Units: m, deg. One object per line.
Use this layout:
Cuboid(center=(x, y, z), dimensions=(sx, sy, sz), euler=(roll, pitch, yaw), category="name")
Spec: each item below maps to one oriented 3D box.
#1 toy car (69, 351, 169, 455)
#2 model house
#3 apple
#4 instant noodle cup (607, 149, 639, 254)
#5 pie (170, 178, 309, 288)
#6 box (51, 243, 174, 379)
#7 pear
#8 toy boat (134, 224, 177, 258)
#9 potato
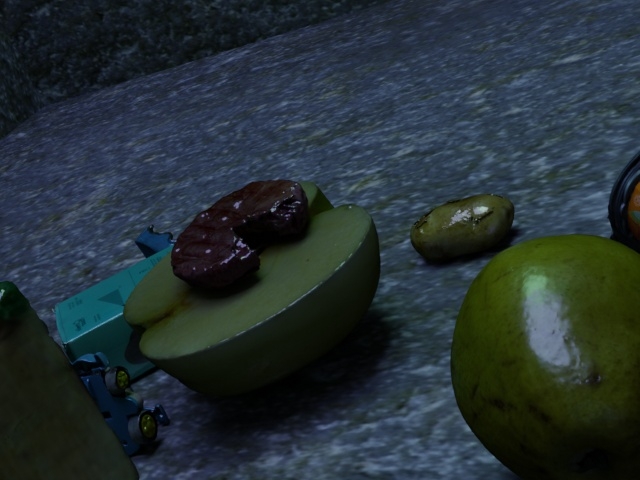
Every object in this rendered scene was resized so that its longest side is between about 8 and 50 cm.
Cuboid(center=(-0.300, 0.225, 1.696), dimensions=(0.126, 0.162, 0.098), euler=(-16, 13, 25), category="toy car")
Cuboid(center=(-0.511, 0.297, 1.535), dimensions=(0.382, 0.335, 0.342), euler=(-15, 19, 49), category="model house")
Cuboid(center=(-0.103, 0.062, 1.689), dimensions=(0.360, 0.312, 0.320), euler=(-36, -18, -11), category="apple")
Cuboid(center=(0.467, -0.030, 1.476), dimensions=(0.177, 0.208, 0.125), euler=(11, 29, -24), category="instant noodle cup")
Cuboid(center=(-0.115, -0.011, 1.678), dimensions=(0.218, 0.054, 0.204), euler=(-38, 27, -15), category="pie")
Cuboid(center=(-0.275, 0.114, 1.970), dimensions=(0.311, 0.118, 0.205), euler=(-28, 19, -9), category="box")
Cuboid(center=(0.261, 0.128, 1.214), dimensions=(0.252, 0.253, 0.307), euler=(-19, 35, 14), category="pear")
Cuboid(center=(-0.283, 0.012, 2.268), dimensions=(0.077, 0.075, 0.185), euler=(-42, 29, -18), category="toy boat")
Cuboid(center=(0.215, -0.022, 1.819), dimensions=(0.170, 0.080, 0.107), euler=(-10, 38, 30), category="potato")
